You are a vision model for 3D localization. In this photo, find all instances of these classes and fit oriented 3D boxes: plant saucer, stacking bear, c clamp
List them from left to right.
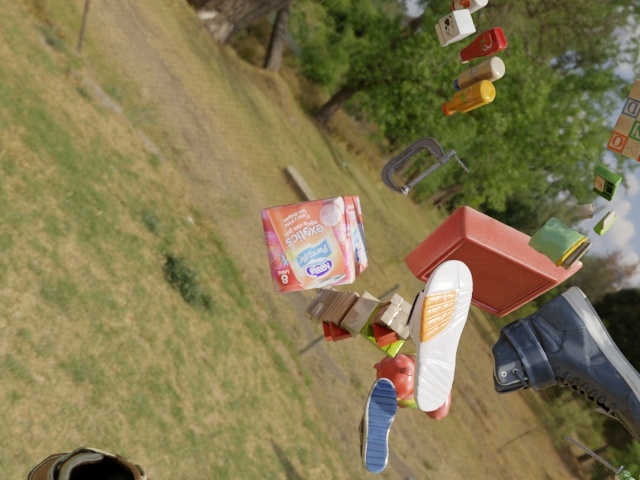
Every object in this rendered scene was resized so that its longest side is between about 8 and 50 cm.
[{"bbox_3d":[0.240,0.380,1.824,0.175,0.164,0.289,13,-11,30],"label":"stacking bear"},{"bbox_3d":[0.204,-0.148,1.376,0.022,0.160,0.137,40,21,-53],"label":"c clamp"},{"bbox_3d":[0.321,0.059,1.303,0.258,0.259,0.048,25,60,-7],"label":"plant saucer"}]

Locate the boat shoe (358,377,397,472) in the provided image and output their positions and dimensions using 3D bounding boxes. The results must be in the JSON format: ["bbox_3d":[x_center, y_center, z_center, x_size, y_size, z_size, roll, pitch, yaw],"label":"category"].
[{"bbox_3d":[0.106,0.370,1.351,0.066,0.183,0.066,16,-16,-14],"label":"boat shoe"}]

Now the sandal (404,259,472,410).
[{"bbox_3d":[0.188,0.160,1.164,0.101,0.265,0.076,7,6,-31],"label":"sandal"}]

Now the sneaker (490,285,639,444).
[{"bbox_3d":[0.318,0.191,0.861,0.226,0.163,0.086,64,3,32],"label":"sneaker"}]

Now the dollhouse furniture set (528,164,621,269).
[{"bbox_3d":[0.385,-0.034,0.995,0.076,0.152,0.058,42,-6,29],"label":"dollhouse furniture set"}]

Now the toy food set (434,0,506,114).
[{"bbox_3d":[0.247,-0.346,1.180,0.111,0.104,0.232,-22,94,-34],"label":"toy food set"}]

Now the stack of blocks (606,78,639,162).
[{"bbox_3d":[0.822,-0.232,1.501,0.087,0.171,0.297,-5,31,-37],"label":"stack of blocks"}]

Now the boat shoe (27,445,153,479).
[{"bbox_3d":[-0.304,0.331,0.902,0.122,0.324,0.120,-45,121,-40],"label":"boat shoe"}]

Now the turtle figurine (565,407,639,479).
[{"bbox_3d":[0.617,0.401,1.221,0.197,0.266,0.275,22,51,-40],"label":"turtle figurine"}]

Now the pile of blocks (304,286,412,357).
[{"bbox_3d":[0.086,0.187,1.423,0.149,0.113,0.362,47,-21,-24],"label":"pile of blocks"}]

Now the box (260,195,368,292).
[{"bbox_3d":[0.000,0.000,1.264,0.300,0.142,0.154,-27,108,-79],"label":"box"}]
